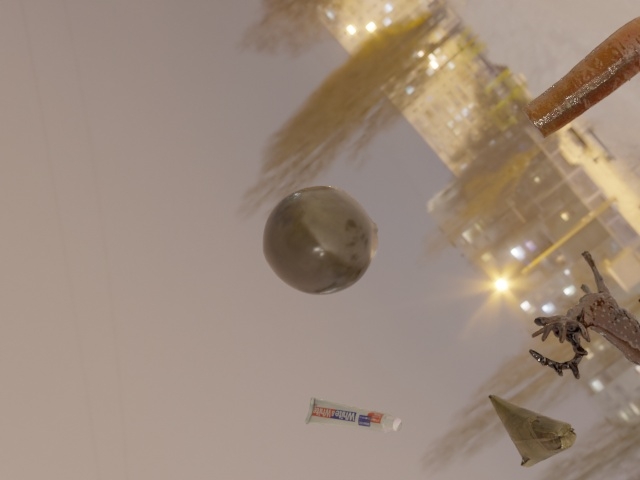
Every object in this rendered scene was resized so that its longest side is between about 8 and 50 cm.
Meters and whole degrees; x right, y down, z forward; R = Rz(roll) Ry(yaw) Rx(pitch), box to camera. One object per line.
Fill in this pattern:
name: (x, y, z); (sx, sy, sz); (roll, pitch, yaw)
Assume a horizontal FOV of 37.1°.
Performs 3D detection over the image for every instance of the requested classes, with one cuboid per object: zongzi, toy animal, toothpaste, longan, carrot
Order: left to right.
longan: (0.000, 0.000, 1.630); (0.196, 0.196, 0.220); (50, -164, 4)
toothpaste: (0.056, 0.322, 1.735); (0.033, 0.218, 0.052); (28, -110, -42)
zongzi: (0.452, 0.383, 2.043); (0.079, 0.160, 0.176); (-19, -106, -37)
carrot: (0.387, -0.231, 1.330); (0.067, 0.225, 0.067); (47, -165, -17)
toy animal: (0.422, 0.124, 1.401); (0.244, 0.087, 0.260); (24, -147, -6)
